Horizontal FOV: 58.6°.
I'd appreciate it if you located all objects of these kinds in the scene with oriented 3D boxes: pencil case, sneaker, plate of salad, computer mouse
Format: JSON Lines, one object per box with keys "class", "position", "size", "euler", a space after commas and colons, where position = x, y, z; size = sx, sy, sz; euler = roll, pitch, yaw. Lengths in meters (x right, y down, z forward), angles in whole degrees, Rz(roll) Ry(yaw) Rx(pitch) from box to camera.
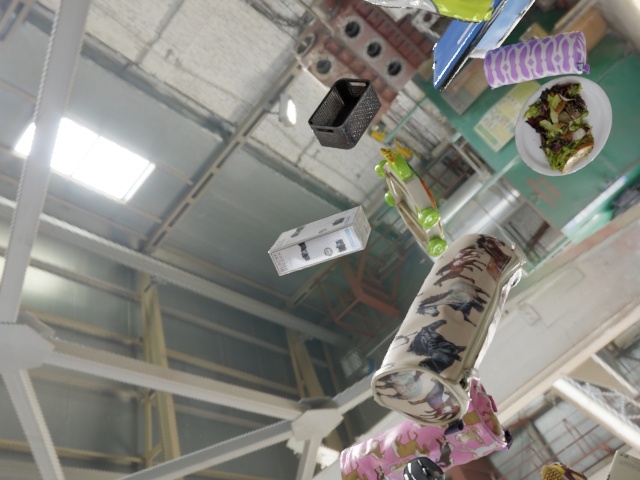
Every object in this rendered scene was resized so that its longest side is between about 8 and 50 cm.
{"class": "pencil case", "position": [0.441, -0.367, 1.172], "size": [0.206, 0.087, 0.088], "euler": [4, 153, 39]}
{"class": "sneaker", "position": [0.145, -0.431, 0.885], "size": [0.299, 0.121, 0.111], "euler": [3, -141, -15]}
{"class": "sneaker", "position": [0.622, 0.599, 1.354], "size": [0.083, 0.070, 0.185], "euler": [-3, -150, -29]}
{"class": "pencil case", "position": [0.220, 0.461, 1.268], "size": [0.167, 0.386, 0.160], "euler": [46, -160, -24]}
{"class": "plate of salad", "position": [0.487, -0.223, 1.134], "size": [0.199, 0.200, 0.048], "euler": [38, -165, -18]}
{"class": "computer mouse", "position": [0.204, 0.438, 1.039], "size": [0.242, 0.071, 0.041], "euler": [142, 111, -78]}
{"class": "pencil case", "position": [0.256, 0.151, 1.063], "size": [0.410, 0.183, 0.160], "euler": [-51, -58, -41]}

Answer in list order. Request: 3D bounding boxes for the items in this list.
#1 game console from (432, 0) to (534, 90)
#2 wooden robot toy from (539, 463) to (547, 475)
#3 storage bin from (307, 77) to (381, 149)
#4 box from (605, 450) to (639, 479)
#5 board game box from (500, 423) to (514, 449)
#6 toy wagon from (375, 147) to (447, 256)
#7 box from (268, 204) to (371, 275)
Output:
{"class": "game console", "position": [0.391, -0.475, 1.245], "size": [0.173, 0.293, 0.250], "euler": [19, -130, -12]}
{"class": "wooden robot toy", "position": [0.563, 0.645, 1.409], "size": [0.079, 0.076, 0.174], "euler": [58, -140, -65]}
{"class": "storage bin", "position": [0.066, -0.339, 1.521], "size": [0.122, 0.180, 0.084], "euler": [15, 153, 38]}
{"class": "box", "position": [0.849, 0.751, 1.630], "size": [0.094, 0.113, 0.275], "euler": [18, -136, 35]}
{"class": "board game box", "position": [0.392, 0.496, 1.721], "size": [0.347, 0.208, 0.056], "euler": [48, -119, -4]}
{"class": "toy wagon", "position": [0.240, -0.120, 1.539], "size": [0.267, 0.068, 0.344], "euler": [58, 176, 45]}
{"class": "box", "position": [0.000, 0.000, 1.768], "size": [0.087, 0.289, 0.169], "euler": [65, -159, -16]}
